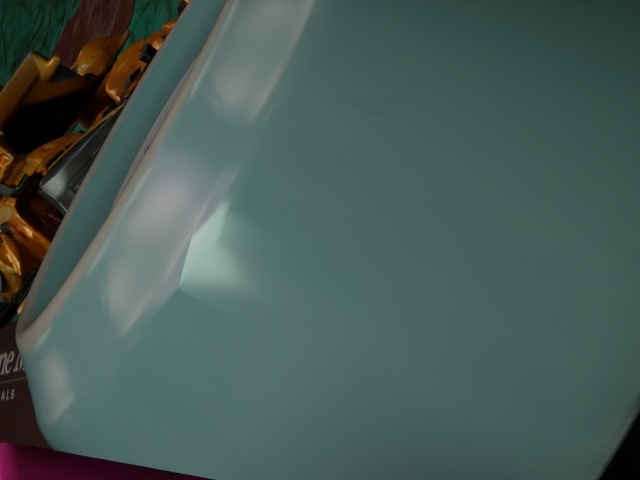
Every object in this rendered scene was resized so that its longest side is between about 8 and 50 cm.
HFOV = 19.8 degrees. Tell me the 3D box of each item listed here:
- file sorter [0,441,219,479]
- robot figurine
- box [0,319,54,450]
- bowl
[{"bbox_3d":[0.013,0.209,0.508,0.202,0.290,0.182,-54,36,33],"label":"file sorter"},{"bbox_3d":[-0.080,-0.076,0.893,0.291,0.085,0.211,-47,1,-36],"label":"robot figurine"},{"bbox_3d":[-0.124,0.233,0.910,0.191,0.143,0.382,-17,60,59],"label":"box"},{"bbox_3d":[0.000,0.000,0.675,0.311,0.163,0.311,-56,13,21],"label":"bowl"}]
